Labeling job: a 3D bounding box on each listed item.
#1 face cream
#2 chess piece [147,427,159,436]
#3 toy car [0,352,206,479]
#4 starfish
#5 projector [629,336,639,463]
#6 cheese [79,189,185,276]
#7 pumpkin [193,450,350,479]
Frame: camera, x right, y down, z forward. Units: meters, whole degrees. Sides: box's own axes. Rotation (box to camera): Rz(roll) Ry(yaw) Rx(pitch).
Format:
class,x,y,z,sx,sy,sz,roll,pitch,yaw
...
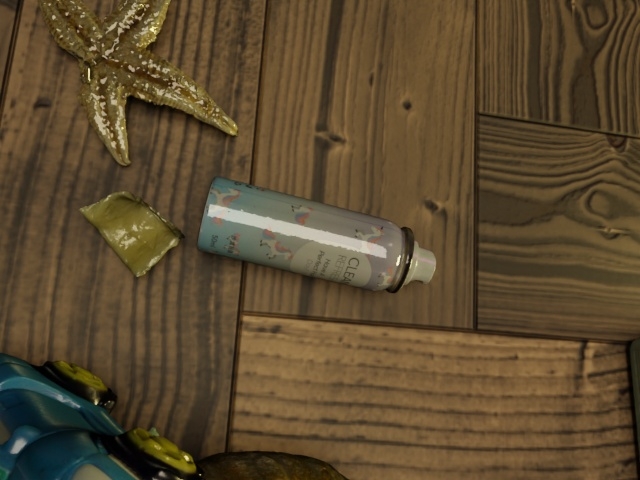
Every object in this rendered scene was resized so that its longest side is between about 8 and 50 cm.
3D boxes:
class,x,y,z,sx,sy,sz,roll,pitch,yaw
face cream,0.000,0.000,0.571,0.229,0.075,0.075,13,77,-8
chess piece,-0.157,0.214,0.516,0.042,0.042,0.093,12,72,-9
toy car,-0.219,0.183,0.388,0.166,0.314,0.198,40,73,-38
starfish,-0.191,-0.200,0.586,0.138,0.050,0.248,-22,87,-17
projector,0.442,0.228,0.604,0.191,0.099,0.257,3,79,-12
cheese,-0.179,-0.014,0.555,0.060,0.041,0.084,-44,105,-9
pumpkin,-0.055,0.274,0.451,0.218,0.162,0.219,2,86,-29
